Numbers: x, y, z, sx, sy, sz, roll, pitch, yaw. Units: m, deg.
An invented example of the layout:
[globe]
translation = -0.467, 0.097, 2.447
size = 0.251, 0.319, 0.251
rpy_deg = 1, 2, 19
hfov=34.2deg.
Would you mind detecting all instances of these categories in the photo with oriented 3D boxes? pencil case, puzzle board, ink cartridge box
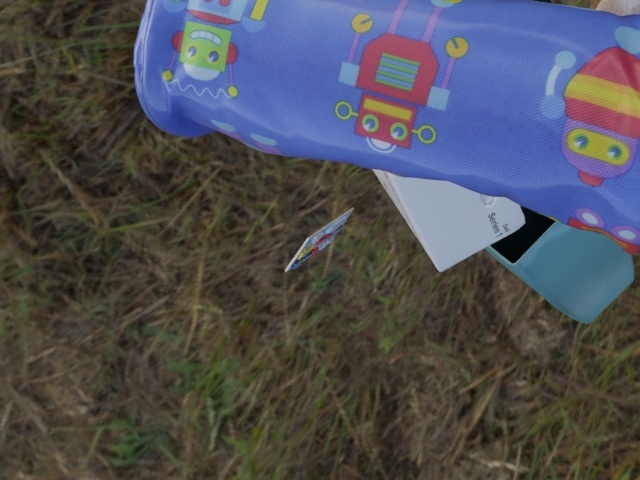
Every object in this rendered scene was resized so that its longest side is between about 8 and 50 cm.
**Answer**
[pencil case]
translation = 0.056, -0.084, 0.568
size = 0.306, 0.133, 0.119
rpy_deg = 16, 102, 17
[puzzle board]
translation = 0.000, 0.000, 1.754
size = 0.011, 0.128, 0.096
rpy_deg = 46, 136, 9
[ink cartridge box]
translation = 0.098, -0.132, 1.173
size = 0.117, 0.278, 0.201
rpy_deg = -31, 139, 2

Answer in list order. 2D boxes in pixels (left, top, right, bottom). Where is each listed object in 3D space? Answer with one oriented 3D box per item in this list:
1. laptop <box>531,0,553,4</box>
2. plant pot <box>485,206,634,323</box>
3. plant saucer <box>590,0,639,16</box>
[laptop]
translation = 0.232, -0.337, 1.373
size = 0.137, 0.264, 0.234
rpy_deg = 19, 157, -23
[plant pot]
translation = 0.358, 0.008, 1.573
size = 0.165, 0.166, 0.234
rpy_deg = -45, 126, 1
[plant saucer]
translation = 0.301, -0.158, 0.799
size = 0.198, 0.199, 0.036
rpy_deg = 53, 157, -2
